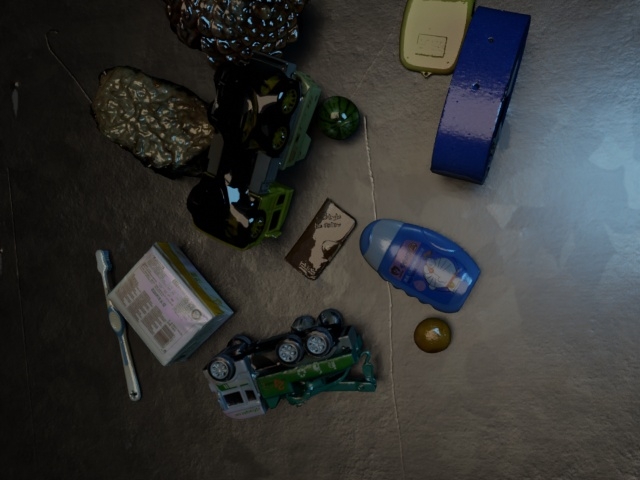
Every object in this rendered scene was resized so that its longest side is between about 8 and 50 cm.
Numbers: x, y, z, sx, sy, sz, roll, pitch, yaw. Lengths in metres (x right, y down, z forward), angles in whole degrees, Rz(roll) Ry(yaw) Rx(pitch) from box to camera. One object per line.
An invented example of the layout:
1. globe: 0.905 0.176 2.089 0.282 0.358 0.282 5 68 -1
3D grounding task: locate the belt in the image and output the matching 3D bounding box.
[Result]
1. belt: 0.320 -0.290 1.332 0.117 0.212 0.347 16 89 14

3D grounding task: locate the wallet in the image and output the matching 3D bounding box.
1. wallet: 0.000 0.000 1.507 0.095 0.026 0.176 39 99 11

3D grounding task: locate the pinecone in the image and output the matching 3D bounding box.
1. pinecone: -0.199 -0.518 1.462 0.298 0.242 0.296 -32 63 -19

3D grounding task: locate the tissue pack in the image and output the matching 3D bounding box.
1. tissue pack: -0.349 0.147 1.549 0.185 0.124 0.225 -44 78 10

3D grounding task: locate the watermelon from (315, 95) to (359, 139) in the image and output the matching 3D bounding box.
1. watermelon: 0.037 -0.269 1.462 0.109 0.109 0.109 0 88 15

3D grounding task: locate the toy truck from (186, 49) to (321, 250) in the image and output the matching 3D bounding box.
1. toy truck: -0.131 -0.194 1.435 0.180 0.254 0.405 25 109 24

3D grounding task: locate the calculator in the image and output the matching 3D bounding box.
1. calculator: 0.254 -0.475 1.447 0.157 0.033 0.237 11 93 15

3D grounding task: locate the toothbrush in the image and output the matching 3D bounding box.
1. toothbrush: -0.501 0.209 1.634 0.040 0.040 0.386 -16 85 15

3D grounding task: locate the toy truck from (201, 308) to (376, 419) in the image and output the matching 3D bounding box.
1. toy truck: -0.067 0.275 1.449 0.363 0.176 0.178 -14 97 13

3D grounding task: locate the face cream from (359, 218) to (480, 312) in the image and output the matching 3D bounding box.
1. face cream: 0.204 0.043 1.420 0.264 0.083 0.149 29 93 15

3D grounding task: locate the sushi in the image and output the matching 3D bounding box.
1. sushi: -0.378 -0.273 1.545 0.350 0.171 0.211 31 95 13

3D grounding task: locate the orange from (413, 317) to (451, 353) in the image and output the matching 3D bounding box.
1. orange: 0.239 0.204 1.412 0.085 0.085 0.085 0 88 15
